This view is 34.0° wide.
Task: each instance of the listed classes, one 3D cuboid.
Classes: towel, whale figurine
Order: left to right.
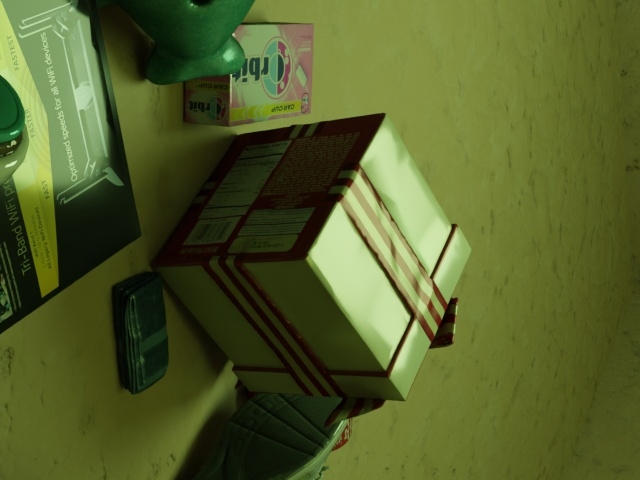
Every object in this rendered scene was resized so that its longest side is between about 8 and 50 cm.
[{"bbox_3d":[-0.185,0.096,1.102,0.067,0.029,0.119,-32,125,-56],"label":"towel"},{"bbox_3d":[-0.118,-0.228,0.956,0.272,0.216,0.141,95,-19,-54],"label":"whale figurine"}]

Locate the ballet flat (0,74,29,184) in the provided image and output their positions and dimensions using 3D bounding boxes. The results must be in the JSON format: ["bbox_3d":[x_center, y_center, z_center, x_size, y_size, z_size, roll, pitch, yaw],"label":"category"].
[{"bbox_3d":[-0.366,-0.068,0.586,0.400,0.139,0.139,11,88,-40],"label":"ballet flat"}]

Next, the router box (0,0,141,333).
[{"bbox_3d":[-0.270,-0.092,0.834,0.243,0.081,0.308,-41,133,-50],"label":"router box"}]

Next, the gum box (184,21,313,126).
[{"bbox_3d":[-0.075,-0.192,1.188,0.188,0.062,0.107,-21,116,-58],"label":"gum box"}]

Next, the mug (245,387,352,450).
[{"bbox_3d":[-0.024,0.188,1.379,0.113,0.150,0.169,-106,-169,-60],"label":"mug"}]

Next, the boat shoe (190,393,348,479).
[{"bbox_3d":[-0.079,0.289,1.244,0.320,0.118,0.103,-49,154,-26],"label":"boat shoe"}]

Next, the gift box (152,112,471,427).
[{"bbox_3d":[-0.012,0.047,1.173,0.258,0.255,0.276,54,53,-34],"label":"gift box"}]
